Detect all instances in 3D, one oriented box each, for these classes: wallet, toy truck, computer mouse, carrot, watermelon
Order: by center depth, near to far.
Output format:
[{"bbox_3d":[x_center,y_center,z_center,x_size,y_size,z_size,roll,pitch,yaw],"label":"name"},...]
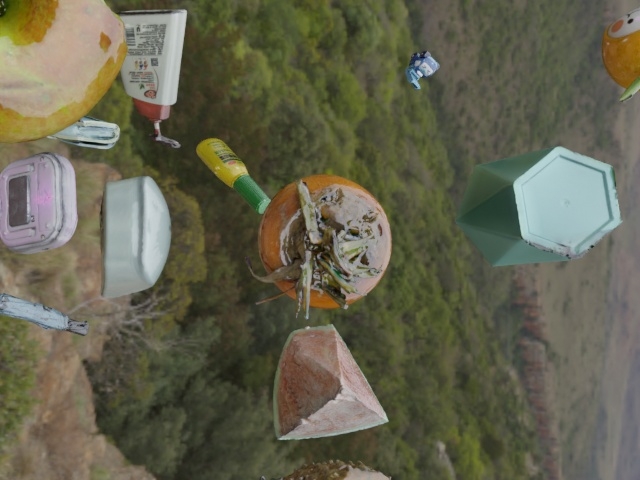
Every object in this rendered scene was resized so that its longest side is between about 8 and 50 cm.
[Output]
[{"bbox_3d":[-0.223,-0.001,0.891,0.231,0.079,0.128,158,-66,-68],"label":"computer mouse"},{"bbox_3d":[0.000,0.000,1.105,0.331,0.214,0.193,-150,-115,-82],"label":"carrot"},{"bbox_3d":[-0.628,-0.280,1.790,0.176,0.250,0.075,-21,125,-75],"label":"wallet"},{"bbox_3d":[0.236,-0.403,1.812,0.056,0.073,0.090,39,72,-31],"label":"toy truck"},{"bbox_3d":[0.048,0.346,1.839,0.250,0.292,0.283,-6,89,-40],"label":"watermelon"}]

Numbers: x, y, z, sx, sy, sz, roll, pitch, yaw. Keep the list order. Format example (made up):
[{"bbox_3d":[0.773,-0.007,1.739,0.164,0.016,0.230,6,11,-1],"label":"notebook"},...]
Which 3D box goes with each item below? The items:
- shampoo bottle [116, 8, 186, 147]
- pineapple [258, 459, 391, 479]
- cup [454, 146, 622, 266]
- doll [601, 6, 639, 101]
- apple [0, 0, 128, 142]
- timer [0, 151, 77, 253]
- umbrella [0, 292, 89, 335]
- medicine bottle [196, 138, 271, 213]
[{"bbox_3d":[-0.347,-0.339,1.590,0.071,0.153,0.284,-55,147,-63],"label":"shampoo bottle"},{"bbox_3d":[-0.018,0.467,1.267,0.202,0.362,0.202,9,73,-32],"label":"pineapple"},{"bbox_3d":[0.235,-0.033,0.835,0.235,0.134,0.148,-23,131,-86],"label":"cup"},{"bbox_3d":[0.780,-0.435,1.778,0.236,0.213,0.213,-82,157,-47],"label":"doll"},{"bbox_3d":[-0.319,-0.221,0.750,0.246,0.226,0.246,-4,100,-23],"label":"apple"},{"bbox_3d":[-0.609,-0.080,1.616,0.069,0.190,0.209,13,67,-65],"label":"timer"},{"bbox_3d":[-0.680,0.187,1.839,0.250,0.053,0.052,29,26,-40],"label":"umbrella"},{"bbox_3d":[-0.213,-0.162,1.893,0.095,0.260,0.064,-5,135,-49],"label":"medicine bottle"}]
